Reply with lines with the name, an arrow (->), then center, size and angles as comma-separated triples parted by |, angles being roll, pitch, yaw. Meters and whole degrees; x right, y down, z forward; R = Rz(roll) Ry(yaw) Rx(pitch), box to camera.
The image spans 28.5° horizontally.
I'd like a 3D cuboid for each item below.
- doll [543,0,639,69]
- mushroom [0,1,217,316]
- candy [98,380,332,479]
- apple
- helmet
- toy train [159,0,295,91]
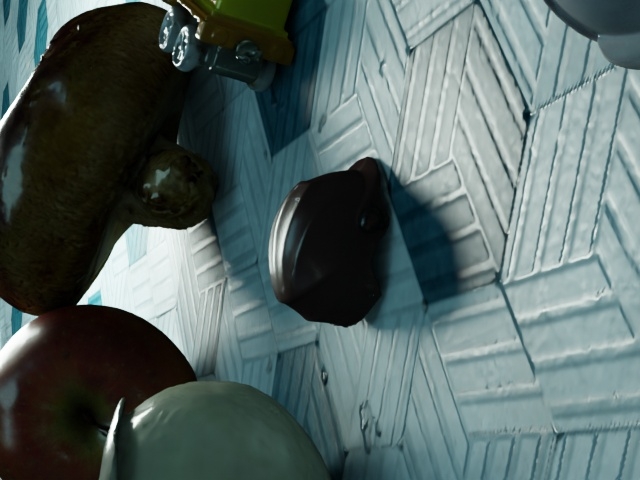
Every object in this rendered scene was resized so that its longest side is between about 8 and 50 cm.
doll -> 0.123, -0.208, 0.507 | 0.151, 0.150, 0.287 | 142, 124, -64
mushroom -> -0.248, -0.095, 1.346 | 0.239, 0.345, 0.345 | 51, 164, -13
candy -> -0.074, 0.235, 0.901 | 0.295, 0.185, 0.296 | -179, 90, -86
apple -> -0.233, 0.170, 1.289 | 0.230, 0.229, 0.230 | -177, 90, -69
helmet -> 0.000, 0.000, 0.892 | 0.098, 0.070, 0.123 | 172, 99, -70
toy train -> -0.081, -0.210, 1.121 | 0.127, 0.089, 0.219 | -70, 24, 15
